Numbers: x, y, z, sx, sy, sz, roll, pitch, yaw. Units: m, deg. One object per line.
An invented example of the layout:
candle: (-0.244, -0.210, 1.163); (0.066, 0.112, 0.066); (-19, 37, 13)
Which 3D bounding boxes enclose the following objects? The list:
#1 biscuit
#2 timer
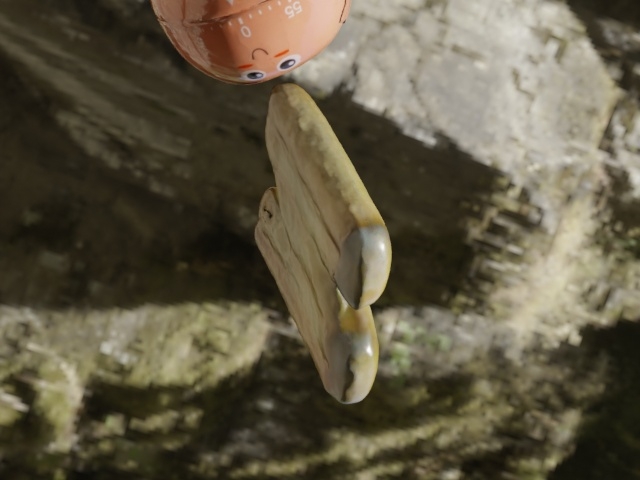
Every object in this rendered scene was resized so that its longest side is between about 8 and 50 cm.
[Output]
biscuit: (0.000, 0.000, 1.545); (0.290, 0.062, 0.236); (-120, -153, -46)
timer: (-0.081, -0.297, 1.705); (0.230, 0.215, 0.229); (-22, -147, 15)
